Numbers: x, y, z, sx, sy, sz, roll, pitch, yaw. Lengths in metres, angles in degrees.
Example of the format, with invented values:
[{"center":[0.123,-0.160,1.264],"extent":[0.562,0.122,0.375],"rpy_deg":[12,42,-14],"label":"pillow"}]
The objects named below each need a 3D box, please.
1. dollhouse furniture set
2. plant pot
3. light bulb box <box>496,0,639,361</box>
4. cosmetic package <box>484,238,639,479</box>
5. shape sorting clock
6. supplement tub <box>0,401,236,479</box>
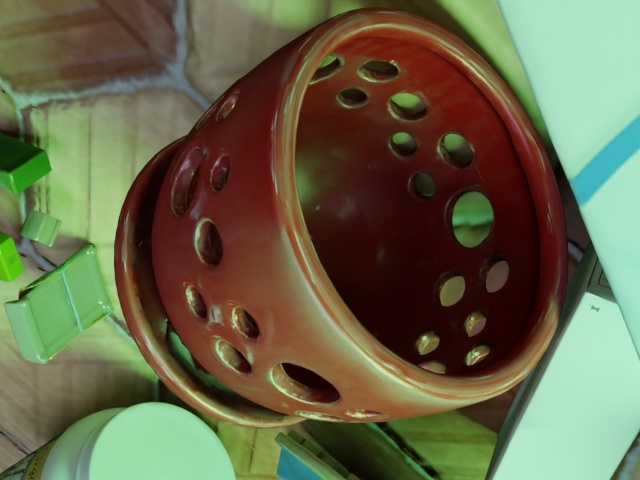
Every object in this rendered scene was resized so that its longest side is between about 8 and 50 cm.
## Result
[{"center":[-0.201,0.005,0.799],"extent":[0.059,0.076,0.151],"rpy_deg":[18,134,32],"label":"dollhouse furniture set"},{"center":[0.000,0.000,0.598],"extent":[0.174,0.191,0.191],"rpy_deg":[-19,117,46],"label":"plant pot"},{"center":[0.260,-0.092,0.344],"extent":[0.358,0.225,0.361],"rpy_deg":[-9,122,34],"label":"light bulb box"},{"center":[0.145,0.087,0.655],"extent":[0.060,0.099,0.239],"rpy_deg":[23,136,10],"label":"cosmetic package"},{"center":[0.052,0.194,0.785],"extent":[0.206,0.040,0.206],"rpy_deg":[35,167,9],"label":"shape sorting clock"},{"center":[-0.168,0.213,0.906],"extent":[0.144,0.144,0.200],"rpy_deg":[44,134,-12],"label":"supplement tub"}]
